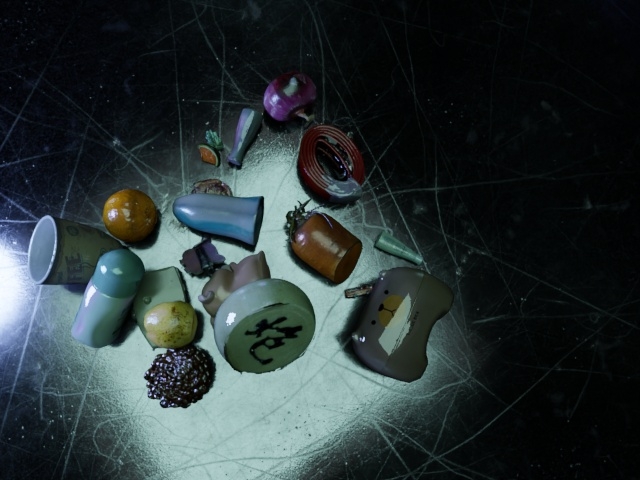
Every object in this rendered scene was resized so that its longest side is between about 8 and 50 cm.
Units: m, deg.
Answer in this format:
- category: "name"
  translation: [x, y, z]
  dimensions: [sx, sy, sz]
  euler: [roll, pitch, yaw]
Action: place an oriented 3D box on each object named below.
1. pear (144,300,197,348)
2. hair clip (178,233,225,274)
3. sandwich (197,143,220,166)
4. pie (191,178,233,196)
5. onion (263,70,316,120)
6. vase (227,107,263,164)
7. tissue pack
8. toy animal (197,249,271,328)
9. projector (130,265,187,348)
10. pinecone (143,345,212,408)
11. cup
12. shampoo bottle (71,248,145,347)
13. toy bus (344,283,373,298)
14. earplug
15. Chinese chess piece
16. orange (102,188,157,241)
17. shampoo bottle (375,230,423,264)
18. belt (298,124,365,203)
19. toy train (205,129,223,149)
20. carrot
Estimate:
- category: "pear"
  translation: [-0.498, 0.274, 1.725]
  dimensions: [0.178, 0.178, 0.177]
  euler: [1, 79, -7]
- category: "hair clip"
  translation: [-0.431, 0.065, 1.882]
  dimensions: [0.146, 0.187, 0.056]
  euler: [-33, 129, -12]
- category: "sandwich"
  translation: [-0.428, -0.334, 1.999]
  dimensions: [0.101, 0.069, 0.026]
  euler: [24, 33, -5]
- category: "pie"
  translation: [-0.419, -0.190, 1.981]
  dimensions: [0.170, 0.034, 0.091]
  euler: [-7, 84, -7]
- category: "onion"
  translation: [-0.119, -0.565, 2.021]
  dimensions: [0.208, 0.200, 0.200]
  euler: [-4, 80, -2]
- category: "vase"
  translation: [-0.297, -0.399, 2.017]
  dimensions: [0.086, 0.086, 0.213]
  euler: [20, 82, -3]
- category: "tissue pack"
  translation: [0.273, 0.286, 1.851]
  dimensions: [0.277, 0.267, 0.386]
  euler: [27, 78, 1]
- category: "toy animal"
  translation: [-0.299, 0.161, 1.849]
  dimensions: [0.257, 0.195, 0.212]
  euler: [-18, 46, -3]
- category: "projector"
  translation: [-0.567, 0.241, 1.851]
  dimensions: [0.194, 0.088, 0.269]
  euler: [-14, 81, -9]
- category: "pinecone"
  translation: [-0.465, 0.464, 1.765]
  dimensions: [0.222, 0.221, 0.221]
  euler: [1, 79, -7]
- category: "cup"
  translation: [-0.847, 0.067, 1.790]
  dimensions: [0.257, 0.301, 0.227]
  euler: [16, 54, -47]
- category: "shampoo bottle"
  translation: [-0.693, 0.180, 1.721]
  dimensions: [0.151, 0.221, 0.349]
  euler: [29, 115, -3]
- category: "toy bus"
  translation: [0.149, 0.193, 1.977]
  dimensions: [0.110, 0.031, 0.043]
  euler: [-12, 74, -9]
- category: "earplug"
  translation: [-0.380, -0.102, 1.908]
  dimensions: [0.325, 0.185, 0.184]
  euler: [11, 78, 1]
- category: "Chinese chess piece"
  translation: [-0.184, 0.294, 1.763]
  dimensions: [0.350, 0.349, 0.146]
  euler: [-23, 42, -11]
- category: "orange"
  translation: [-0.682, -0.089, 1.857]
  dimensions: [0.161, 0.193, 0.193]
  euler: [2, 78, 18]
- category: "shampoo bottle"
  translation: [0.309, 0.035, 2.021]
  dimensions: [0.191, 0.041, 0.069]
  euler: [28, 72, -1]
- category: "belt"
  translation: [0.043, -0.285, 2.017]
  dimensions: [0.228, 0.115, 0.323]
  euler: [-29, 82, -9]
- category: "toy train"
  translation: [-0.413, -0.390, 2.022]
  dimensions: [0.053, 0.033, 0.083]
  euler: [-19, 82, -15]
- category: "carrot"
  translation: [0.000, 0.000, 1.908]
  dimensions: [0.331, 0.214, 0.193]
  euler: [38, 75, 5]
